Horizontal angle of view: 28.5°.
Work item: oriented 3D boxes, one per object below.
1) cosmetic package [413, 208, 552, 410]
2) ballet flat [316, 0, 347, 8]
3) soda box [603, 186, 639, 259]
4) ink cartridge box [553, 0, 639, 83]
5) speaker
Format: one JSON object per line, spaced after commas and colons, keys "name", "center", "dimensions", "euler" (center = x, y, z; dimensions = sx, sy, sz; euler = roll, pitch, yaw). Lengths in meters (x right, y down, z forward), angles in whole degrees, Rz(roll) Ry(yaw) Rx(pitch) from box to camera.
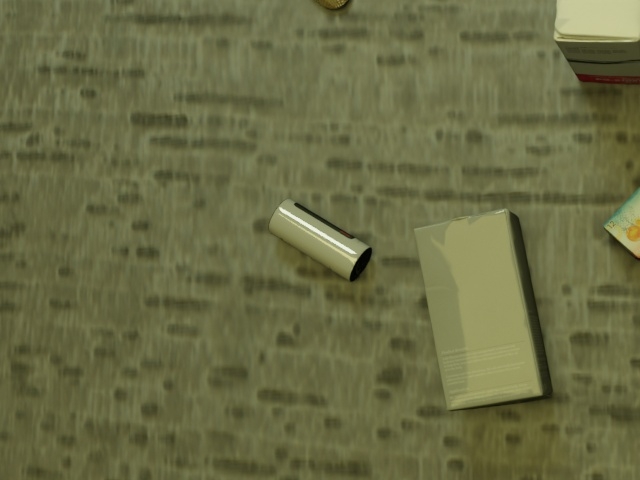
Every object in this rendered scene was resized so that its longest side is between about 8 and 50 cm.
{"name": "cosmetic package", "center": [0.204, 0.088, 1.577], "dimensions": [0.127, 0.107, 0.237], "euler": [-10, 79, 17]}
{"name": "ballet flat", "center": [-0.021, -0.411, 1.710], "dimensions": [0.073, 0.067, 0.206], "euler": [-28, 78, 14]}
{"name": "soda box", "center": [0.431, -0.061, 1.538], "dimensions": [0.063, 0.058, 0.183], "euler": [45, 98, 16]}
{"name": "ink cartridge box", "center": [0.347, -0.292, 1.490], "dimensions": [0.100, 0.237, 0.171], "euler": [5, 87, 18]}
{"name": "speaker", "center": [0.000, 0.000, 1.674], "dimensions": [0.136, 0.055, 0.055], "euler": [31, 95, 18]}
